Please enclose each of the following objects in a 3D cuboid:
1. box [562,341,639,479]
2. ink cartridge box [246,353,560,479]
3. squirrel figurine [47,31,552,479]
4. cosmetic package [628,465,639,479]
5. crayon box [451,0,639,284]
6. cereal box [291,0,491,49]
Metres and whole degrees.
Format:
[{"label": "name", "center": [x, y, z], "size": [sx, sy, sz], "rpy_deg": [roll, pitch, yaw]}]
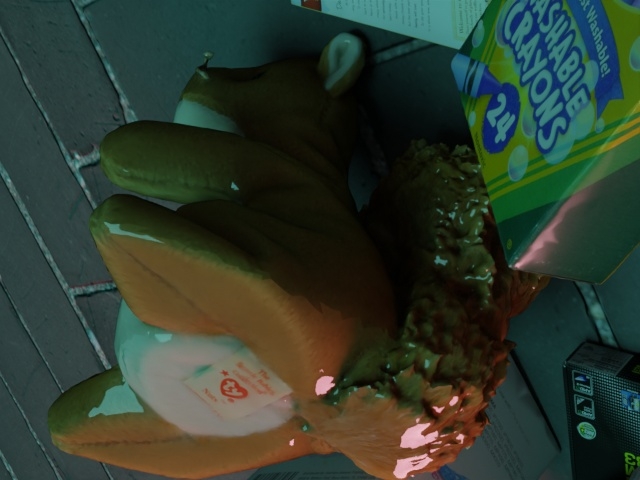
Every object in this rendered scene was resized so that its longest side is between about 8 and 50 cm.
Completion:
[{"label": "box", "center": [0.311, 0.194, 1.036], "size": [0.190, 0.045, 0.184], "rpy_deg": [15, 126, 38]}, {"label": "ink cartridge box", "center": [0.052, 0.247, 1.124], "size": [0.226, 0.306, 0.131], "rpy_deg": [-14, 108, 49]}, {"label": "squirrel figurine", "center": [0.000, 0.000, 1.009], "size": [0.397, 0.370, 0.281], "rpy_deg": [14, 132, 1]}, {"label": "cosmetic package", "center": [0.392, 0.328, 0.879], "size": [0.385, 0.217, 0.156], "rpy_deg": [40, 134, 6]}, {"label": "crayon box", "center": [0.207, -0.151, 0.743], "size": [0.323, 0.083, 0.203], "rpy_deg": [123, 149, -42]}, {"label": "cereal box", "center": [0.073, -0.251, 0.943], "size": [0.240, 0.047, 0.173], "rpy_deg": [23, 133, 33]}]
